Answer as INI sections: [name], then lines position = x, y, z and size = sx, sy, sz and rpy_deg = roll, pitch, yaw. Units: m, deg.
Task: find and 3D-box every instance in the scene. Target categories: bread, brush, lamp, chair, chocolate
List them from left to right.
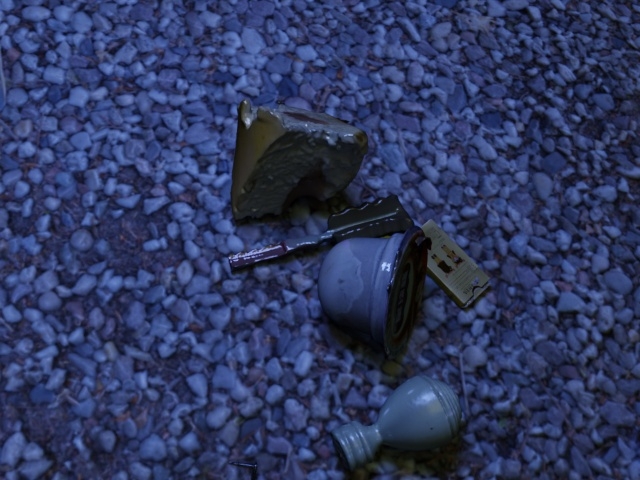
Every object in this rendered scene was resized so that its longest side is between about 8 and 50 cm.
[chair]
position = -0.087, 0.325, 0.984
size = 0.086, 0.037, 0.042
rpy_deg = 14, 74, -1
[bread]
position = -0.044, -0.173, 1.136
size = 0.183, 0.224, 0.211
rpy_deg = 3, 57, -17
[brush]
position = 0.000, 0.000, 1.149
size = 0.301, 0.071, 0.084
rpy_deg = -17, 54, -10
[chocolate]
position = 0.074, 0.061, 1.082
size = 0.147, 0.221, 0.221
rpy_deg = 17, 60, 25
[lamp]
position = 0.112, 0.265, 1.026
size = 0.193, 0.106, 0.106
rpy_deg = -23, 72, -10

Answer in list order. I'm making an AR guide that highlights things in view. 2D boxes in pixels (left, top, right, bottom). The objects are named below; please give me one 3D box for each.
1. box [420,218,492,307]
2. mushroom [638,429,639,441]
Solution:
[box]
position = 0.209, 0.038, 1.191
size = 0.073, 0.020, 0.149
rpy_deg = -37, 77, -25
[mushroom]
position = 0.630, 0.276, 1.138
size = 0.312, 0.081, 0.100
rpy_deg = -24, 78, -23
